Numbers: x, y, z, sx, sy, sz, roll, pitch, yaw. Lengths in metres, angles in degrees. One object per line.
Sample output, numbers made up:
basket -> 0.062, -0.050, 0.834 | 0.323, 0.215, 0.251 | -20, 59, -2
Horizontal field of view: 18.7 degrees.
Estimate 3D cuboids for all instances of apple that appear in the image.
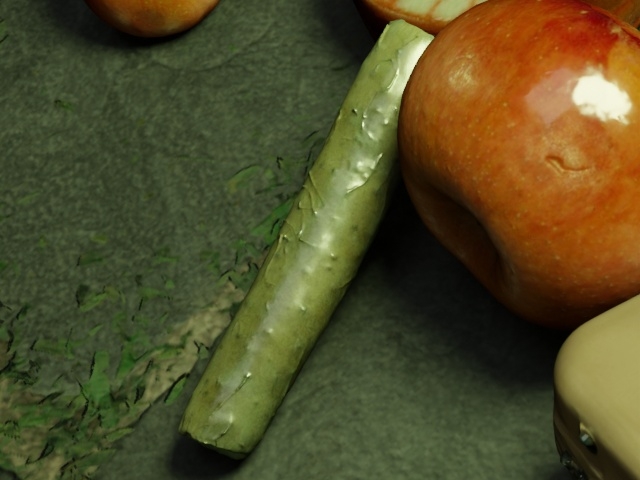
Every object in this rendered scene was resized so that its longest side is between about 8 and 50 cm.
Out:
apple -> 0.177, -0.058, 1.430 | 0.206, 0.251, 0.272 | -43, 62, -3
apple -> -0.155, -0.271, 1.774 | 0.163, 0.139, 0.163 | -9, 55, 13

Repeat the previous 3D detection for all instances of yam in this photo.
yam -> 0.000, 0.000, 1.533 | 0.083, 0.083, 0.371 | 25, 83, 33

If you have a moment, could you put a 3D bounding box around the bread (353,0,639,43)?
bread -> 0.160, -0.277, 1.668 | 0.295, 0.114, 0.327 | 7, 63, 25

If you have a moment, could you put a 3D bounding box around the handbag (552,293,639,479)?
handbag -> 0.332, 0.137, 1.294 | 0.283, 0.149, 0.302 | -33, 49, -12
